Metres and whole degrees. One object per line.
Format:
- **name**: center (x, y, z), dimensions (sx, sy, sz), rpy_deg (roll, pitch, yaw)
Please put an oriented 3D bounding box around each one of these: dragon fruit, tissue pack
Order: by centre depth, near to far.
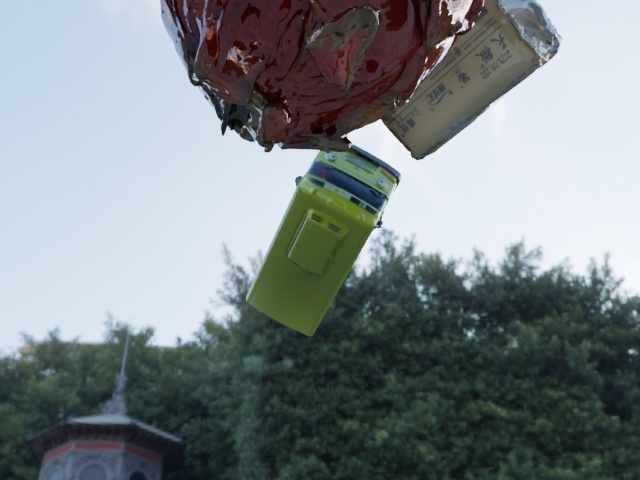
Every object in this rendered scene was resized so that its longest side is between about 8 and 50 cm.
- **dragon fruit**: center (0.007, -0.239, 0.667), dimensions (0.342, 0.277, 0.277), rpy_deg (-43, -44, -4)
- **tissue pack**: center (0.145, -0.226, 0.916), dimensions (0.186, 0.090, 0.222), rpy_deg (53, -46, 4)

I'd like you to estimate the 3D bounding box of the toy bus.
- **toy bus**: center (0.000, 0.000, 1.108), dimensions (0.128, 0.150, 0.262), rpy_deg (29, -49, 2)
